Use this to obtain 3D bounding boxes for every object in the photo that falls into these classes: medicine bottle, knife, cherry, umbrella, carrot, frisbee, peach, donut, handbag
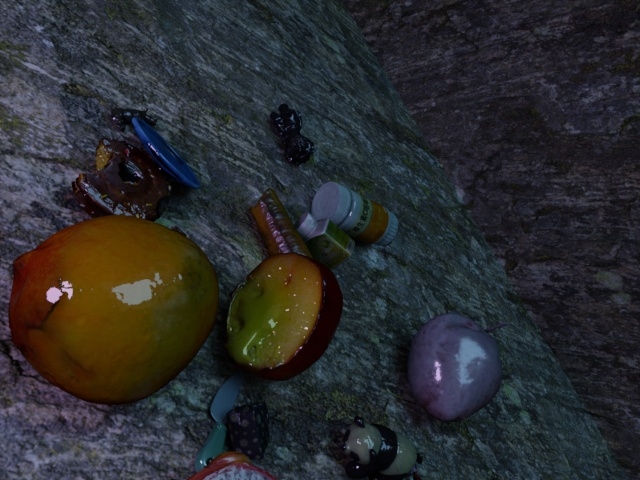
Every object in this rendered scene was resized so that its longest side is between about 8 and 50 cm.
[{"bbox_3d":[0.000,0.000,1.546,0.188,0.132,0.088,40,38,-16],"label":"medicine bottle"},{"bbox_3d":[-0.222,0.389,1.060,0.063,0.034,0.261,38,33,-20],"label":"knife"},{"bbox_3d":[0.428,0.407,1.560,0.334,0.291,0.327,-14,89,-38],"label":"cherry"},{"bbox_3d":[-0.110,-0.411,1.797,0.110,0.121,0.273,81,-10,-62],"label":"umbrella"},{"bbox_3d":[-0.119,-0.013,1.440,0.114,0.114,0.302,-10,66,-52],"label":"carrot"},{"bbox_3d":[0.133,-0.088,1.750,0.318,0.158,0.158,22,46,-38],"label":"medicine bottle"},{"bbox_3d":[-0.414,-0.221,1.268,0.242,0.045,0.242,48,2,-2],"label":"frisbee"},{"bbox_3d":[-0.367,0.117,0.886,0.372,0.289,0.374,-8,100,-53],"label":"peach"},{"bbox_3d":[-0.095,0.188,1.175,0.281,0.281,0.338,53,35,0],"label":"peach"},{"bbox_3d":[-0.474,-0.127,1.145,0.216,0.096,0.231,27,42,-37],"label":"donut"},{"bbox_3d":[-0.148,0.416,1.082,0.139,0.072,0.115,-9,87,-76],"label":"handbag"}]

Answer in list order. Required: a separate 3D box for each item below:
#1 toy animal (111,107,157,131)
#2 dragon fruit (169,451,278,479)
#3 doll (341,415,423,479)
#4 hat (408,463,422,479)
[{"bbox_3d":[-0.510,-0.338,1.324,0.135,0.047,0.065,-15,64,-47],"label":"toy animal"},{"bbox_3d":[-0.190,0.545,0.843,0.290,0.189,0.291,21,51,-28],"label":"dragon fruit"},{"bbox_3d":[0.149,0.549,1.258,0.234,0.135,0.144,31,39,-23],"label":"doll"},{"bbox_3d":[0.301,0.714,1.310,0.128,0.140,0.228,26,30,-47],"label":"hat"}]
